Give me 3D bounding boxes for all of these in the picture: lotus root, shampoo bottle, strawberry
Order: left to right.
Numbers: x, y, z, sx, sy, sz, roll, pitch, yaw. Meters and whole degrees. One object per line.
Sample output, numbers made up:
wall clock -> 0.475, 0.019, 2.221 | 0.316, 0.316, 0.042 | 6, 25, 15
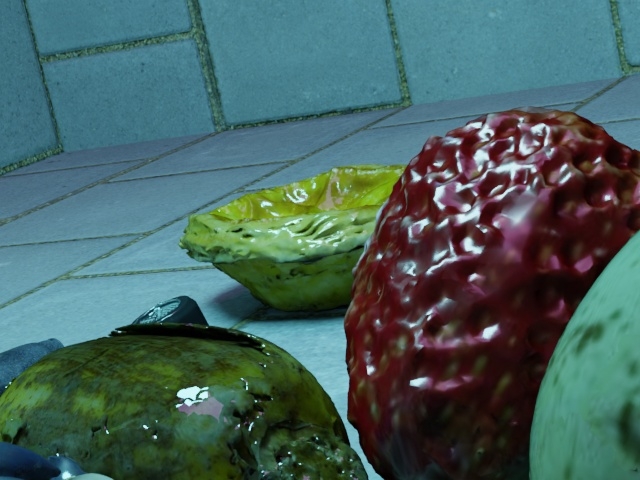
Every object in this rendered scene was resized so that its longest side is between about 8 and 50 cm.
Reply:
shampoo bottle -> -0.378, 0.163, 1.559 | 0.234, 0.049, 0.087 | -22, 18, -38
lotus root -> -0.114, 0.159, 1.047 | 0.397, 0.179, 0.196 | -4, 31, 51
strawberry -> 0.160, 0.047, 1.036 | 0.292, 0.291, 0.310 | -10, 6, 13

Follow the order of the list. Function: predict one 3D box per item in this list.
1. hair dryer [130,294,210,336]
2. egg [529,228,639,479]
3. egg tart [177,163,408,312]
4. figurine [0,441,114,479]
hair dryer -> -0.181, 0.153, 1.306 | 0.219, 0.124, 0.071 | -32, 14, -12
egg -> 0.286, 0.078, 0.742 | 0.379, 0.287, 0.287 | -27, 14, -5
egg tart -> 0.001, 0.000, 1.731 | 0.341, 0.132, 0.341 | -10, 13, 2
figurine -> -0.118, 0.193, 0.756 | 0.265, 0.197, 0.175 | 23, -29, -26
